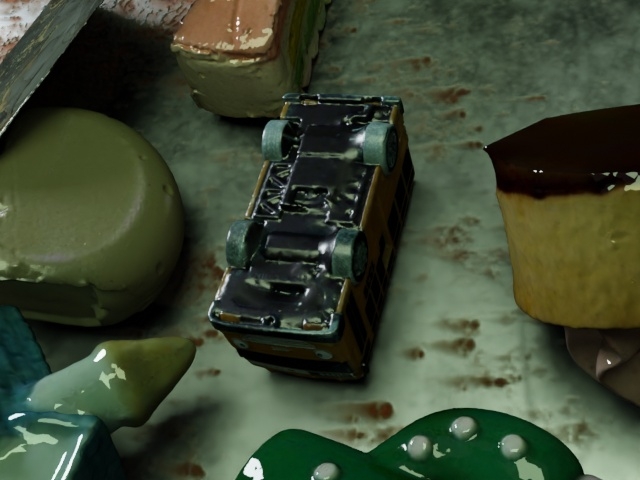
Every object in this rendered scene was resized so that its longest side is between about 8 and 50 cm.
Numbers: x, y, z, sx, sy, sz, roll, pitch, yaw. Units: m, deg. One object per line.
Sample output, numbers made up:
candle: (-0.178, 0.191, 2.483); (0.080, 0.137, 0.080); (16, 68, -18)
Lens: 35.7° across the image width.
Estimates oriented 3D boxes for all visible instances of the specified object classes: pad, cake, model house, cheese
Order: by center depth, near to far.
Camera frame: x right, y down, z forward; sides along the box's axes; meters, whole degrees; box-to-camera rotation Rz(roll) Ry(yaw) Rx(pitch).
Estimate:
cake: (0.210, 0.015, 0.623); (0.185, 0.178, 0.207); (-15, 21, -15)
model house: (-0.219, 0.171, 0.666); (0.325, 0.194, 0.267); (-28, 53, -17)
cheese: (-0.194, -0.023, 0.777); (0.175, 0.091, 0.202); (4, 48, -10)
cake: (-0.025, -0.207, 0.844); (0.090, 0.109, 0.225); (21, 69, 27)
pad: (-0.286, -0.108, 0.848); (0.247, 0.007, 0.367); (0, 55, 57)

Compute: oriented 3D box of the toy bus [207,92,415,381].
toy bus: (0.000, 0.000, 0.712); (0.098, 0.114, 0.201); (5, 57, 19)

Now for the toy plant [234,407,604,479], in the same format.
toy plant: (0.047, 0.205, 0.578); (0.243, 0.112, 0.232); (0, 59, 24)
